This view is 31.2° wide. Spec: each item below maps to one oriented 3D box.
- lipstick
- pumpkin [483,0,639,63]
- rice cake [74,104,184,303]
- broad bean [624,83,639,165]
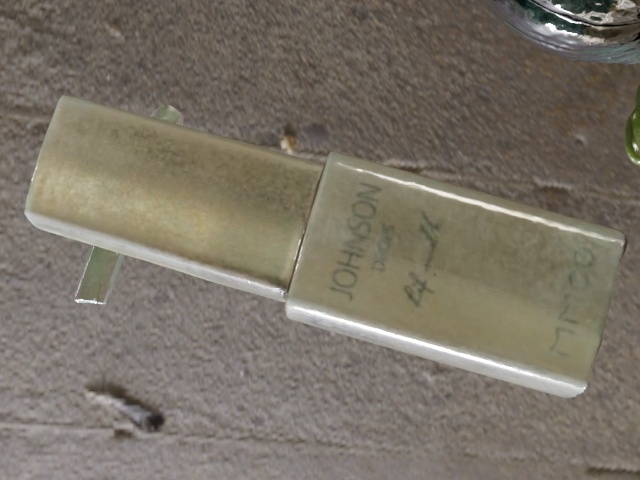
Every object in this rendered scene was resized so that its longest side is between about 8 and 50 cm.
[{"bbox_3d":[0.000,0.000,0.513,0.253,0.077,0.079,15,84,3],"label":"lipstick"},{"bbox_3d":[0.162,-0.164,0.522,0.202,0.140,0.202,-11,166,-3],"label":"pumpkin"},{"bbox_3d":[-0.217,-0.037,1.288,0.043,0.127,0.237,23,83,-8],"label":"rice cake"},{"bbox_3d":[0.366,-0.164,1.215,0.052,0.256,0.053,23,145,8],"label":"broad bean"}]
